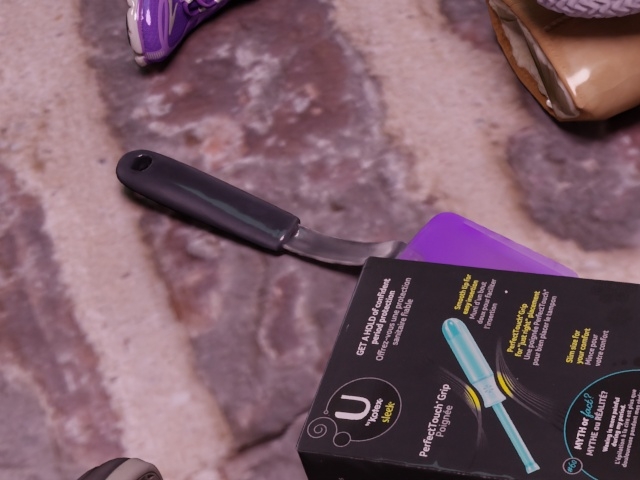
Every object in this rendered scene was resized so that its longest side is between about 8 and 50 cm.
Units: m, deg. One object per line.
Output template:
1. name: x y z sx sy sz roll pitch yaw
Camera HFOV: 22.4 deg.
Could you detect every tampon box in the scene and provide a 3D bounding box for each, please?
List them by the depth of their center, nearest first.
1. tampon box: 0.089 0.090 0.762 0.161 0.101 0.120 6 50 21

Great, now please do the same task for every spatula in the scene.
1. spatula: 0.000 0.000 0.918 0.296 0.030 0.084 19 58 29

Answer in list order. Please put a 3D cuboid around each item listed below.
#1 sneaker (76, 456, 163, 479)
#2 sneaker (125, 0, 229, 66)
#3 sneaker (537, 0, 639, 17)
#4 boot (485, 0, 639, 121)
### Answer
1. sneaker: -0.173 0.179 0.766 0.118 0.083 0.222 18 57 30
2. sneaker: -0.072 -0.180 1.082 0.071 0.068 0.170 20 55 23
3. sneaker: 0.263 -0.258 0.909 0.365 0.137 0.210 -18 35 8
4. boot: 0.261 -0.127 0.929 0.269 0.089 0.236 -22 34 -6
